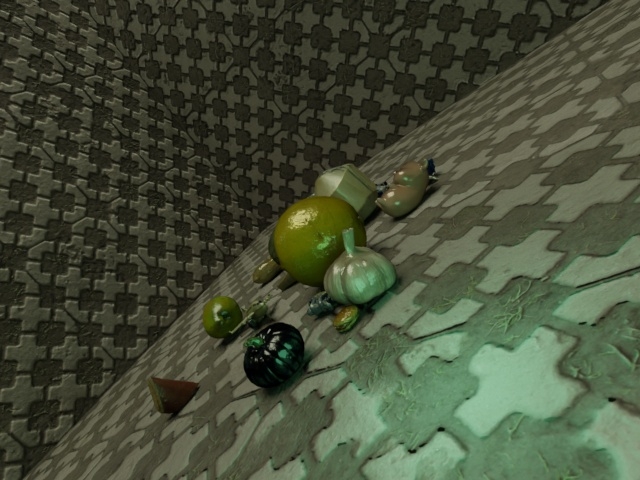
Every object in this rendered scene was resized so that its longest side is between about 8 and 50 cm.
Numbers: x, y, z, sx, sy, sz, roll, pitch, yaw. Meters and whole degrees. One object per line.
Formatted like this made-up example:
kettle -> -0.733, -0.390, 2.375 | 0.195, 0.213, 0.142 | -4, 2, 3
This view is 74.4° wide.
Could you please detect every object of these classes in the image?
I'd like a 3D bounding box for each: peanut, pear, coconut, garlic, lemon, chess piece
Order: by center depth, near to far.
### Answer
garlic -> 0.098, 0.068, 1.230 | 0.218, 0.212, 0.218 | -19, 8, 3
lemon -> 0.000, 0.000, 1.532 | 0.348, 0.348, 0.348 | -36, 12, 9
pear -> -0.433, 0.339, 1.858 | 0.187, 0.187, 0.219 | -40, 1, -7
chess piece -> -0.087, 0.115, 1.895 | 0.301, 0.137, 0.137 | -44, 8, 32
coconut -> 0.111, -0.219, 2.032 | 0.323, 0.323, 0.323 | -36, 12, 9
peanut -> -0.262, 0.133, 2.297 | 0.274, 0.111, 0.125 | -40, 8, -10

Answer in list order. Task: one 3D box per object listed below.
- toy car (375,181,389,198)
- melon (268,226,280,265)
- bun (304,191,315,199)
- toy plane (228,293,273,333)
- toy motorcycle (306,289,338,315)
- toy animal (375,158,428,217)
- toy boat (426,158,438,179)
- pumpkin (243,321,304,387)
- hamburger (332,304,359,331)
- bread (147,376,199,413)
toy car -> 0.303, -0.237, 2.091 | 0.070, 0.080, 0.170 | -43, 14, -13
melon -> -0.121, -0.001, 2.077 | 0.301, 0.237, 0.237 | -42, 13, -17
bun -> -0.009, -0.195, 2.565 | 0.354, 0.194, 0.354 | -34, 13, 9
toy plane -> -0.268, 0.296, 1.738 | 0.242, 0.104, 0.256 | -43, 13, -32
toy motorcycle -> 0.009, 0.202, 1.381 | 0.124, 0.061, 0.193 | -41, 10, -19
toy animal -> 0.342, -0.206, 1.695 | 0.250, 0.154, 0.166 | -56, 2, 0
toy boat -> 0.460, -0.278, 1.816 | 0.110, 0.091, 0.175 | 22, 61, 44
pumpkin -> -0.131, 0.319, 1.184 | 0.194, 0.150, 0.194 | -15, 14, 4
hamburger -> 0.073, 0.218, 1.183 | 0.076, 0.044, 0.083 | -19, 19, 50
bread -> -0.537, 0.563, 1.523 | 0.067, 0.192, 0.119 | -17, 61, 47
